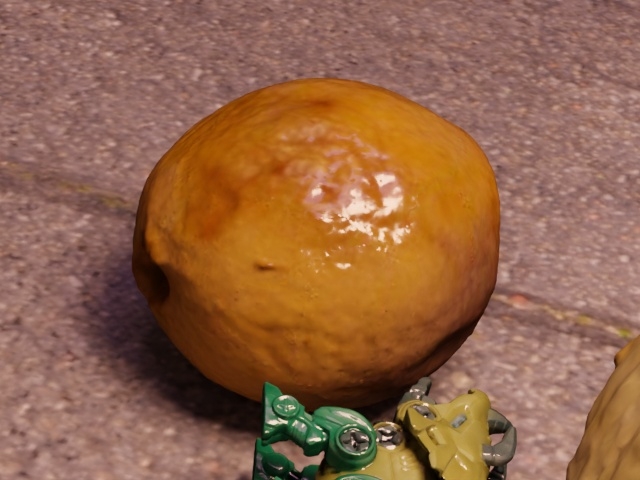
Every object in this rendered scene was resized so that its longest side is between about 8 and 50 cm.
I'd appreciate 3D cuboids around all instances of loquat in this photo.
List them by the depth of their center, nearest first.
[{"bbox_3d":[0.000,0.000,1.185,0.238,0.193,0.238,5,28,-3],"label":"loquat"}]

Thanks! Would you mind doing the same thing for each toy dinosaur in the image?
[{"bbox_3d":[0.028,0.173,1.046,0.153,0.094,0.259,9,45,1],"label":"toy dinosaur"}]

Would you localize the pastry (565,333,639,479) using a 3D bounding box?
[{"bbox_3d":[0.305,0.176,0.904,0.389,0.312,0.388,13,25,-6],"label":"pastry"}]
